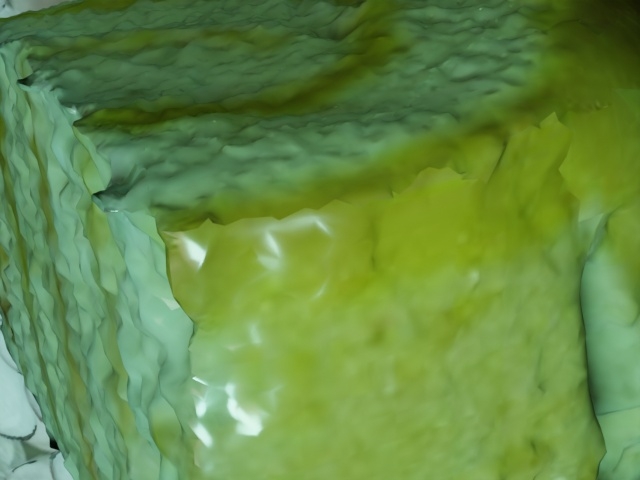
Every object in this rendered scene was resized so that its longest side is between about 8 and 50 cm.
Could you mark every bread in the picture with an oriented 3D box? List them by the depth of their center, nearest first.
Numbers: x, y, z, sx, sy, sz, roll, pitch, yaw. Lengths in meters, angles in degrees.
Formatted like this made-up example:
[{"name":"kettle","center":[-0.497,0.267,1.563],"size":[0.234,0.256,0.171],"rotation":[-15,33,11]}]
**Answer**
[{"name":"bread","center":[0.001,-0.004,0.608],"size":[0.395,0.264,0.239],"rotation":[-137,34,-60]}]
